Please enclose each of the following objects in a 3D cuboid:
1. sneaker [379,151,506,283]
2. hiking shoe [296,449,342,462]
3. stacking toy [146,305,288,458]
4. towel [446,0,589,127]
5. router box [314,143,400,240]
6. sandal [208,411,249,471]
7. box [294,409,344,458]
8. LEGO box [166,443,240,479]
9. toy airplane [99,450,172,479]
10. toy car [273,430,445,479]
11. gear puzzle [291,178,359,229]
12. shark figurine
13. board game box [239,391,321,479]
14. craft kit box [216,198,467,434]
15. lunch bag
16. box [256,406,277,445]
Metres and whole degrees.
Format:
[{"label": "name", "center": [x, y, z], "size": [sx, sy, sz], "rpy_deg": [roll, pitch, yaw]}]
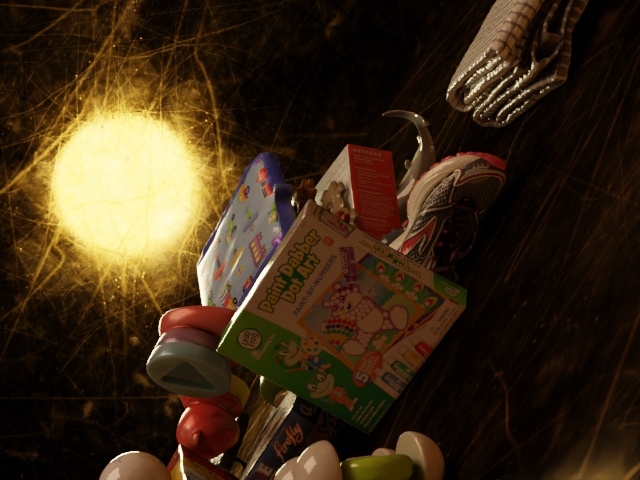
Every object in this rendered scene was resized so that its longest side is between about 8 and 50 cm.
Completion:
[{"label": "sneaker", "center": [0.166, 0.004, 1.837], "size": [0.299, 0.121, 0.112], "rpy_deg": [-56, 37, 26]}, {"label": "hiking shoe", "center": [-0.019, 0.332, 1.801], "size": [0.114, 0.086, 0.227], "rpy_deg": [-63, 6, 1]}, {"label": "stacking toy", "center": [-0.124, 0.241, 2.072], "size": [0.309, 0.279, 0.130], "rpy_deg": [76, -159, -53]}, {"label": "towel", "center": [0.317, -0.312, 1.994], "size": [0.235, 0.121, 0.283], "rpy_deg": [-60, 5, -16]}, {"label": "router box", "center": [0.026, 0.060, 2.159], "size": [0.335, 0.082, 0.301], "rpy_deg": [128, 144, -51]}, {"label": "sandal", "center": [-0.178, 0.511, 2.240], "size": [0.167, 0.107, 0.446], "rpy_deg": [154, 134, -76]}, {"label": "box", "center": [0.001, 0.279, 2.024], "size": [0.169, 0.054, 0.059], "rpy_deg": [-60, 7, 0]}, {"label": "LEGO box", "center": [-0.246, 0.586, 1.931], "size": [0.500, 0.193, 0.372], "rpy_deg": [-60, 6, -4]}, {"label": "toy airplane", "center": [-0.203, 0.381, 1.506], "size": [0.386, 0.272, 0.384], "rpy_deg": [-24, -6, 31]}, {"label": "toy car", "center": [0.044, 0.285, 1.408], "size": [0.182, 0.159, 0.136], "rpy_deg": [133, 131, -60]}, {"label": "gear puzzle", "center": [0.000, 0.000, 2.070], "size": [0.339, 0.044, 0.175], "rpy_deg": [-113, 37, -53]}, {"label": "shark figurine", "center": [0.165, -0.095, 2.223], "size": [0.116, 0.166, 0.278], "rpy_deg": [53, 132, 42]}, {"label": "board game box", "center": [-0.047, 0.269, 1.900], "size": [0.165, 0.042, 0.243], "rpy_deg": [-57, 1, 17]}, {"label": "craft kit box", "center": [0.027, 0.106, 1.758], "size": [0.250, 0.246, 0.061], "rpy_deg": [-57, 6, 27]}, {"label": "lunch bag", "center": [-0.102, 0.016, 2.159], "size": [0.221, 0.138, 0.293], "rpy_deg": [-105, 25, -46]}, {"label": "box", "center": [-0.041, 0.280, 2.370], "size": [0.159, 0.044, 0.233], "rpy_deg": [-53, 9, 43]}]
